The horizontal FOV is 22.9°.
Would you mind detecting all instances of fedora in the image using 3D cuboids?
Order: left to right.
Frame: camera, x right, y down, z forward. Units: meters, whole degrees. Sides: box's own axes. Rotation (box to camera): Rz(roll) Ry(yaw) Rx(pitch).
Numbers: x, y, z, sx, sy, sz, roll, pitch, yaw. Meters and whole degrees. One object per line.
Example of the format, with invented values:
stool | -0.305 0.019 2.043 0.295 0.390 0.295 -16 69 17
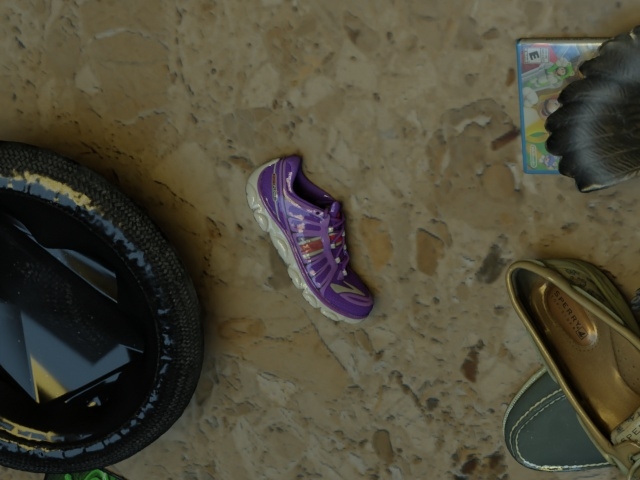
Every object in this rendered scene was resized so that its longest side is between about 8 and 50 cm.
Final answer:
fedora | -0.258 0.046 1.469 0.334 0.152 0.334 1 113 3

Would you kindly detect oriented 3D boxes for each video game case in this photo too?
video game case | 0.248 -0.110 1.306 0.166 0.015 0.119 2 116 18

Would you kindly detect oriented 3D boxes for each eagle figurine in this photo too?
eagle figurine | 0.349 -0.059 1.206 0.298 0.225 0.226 -3 83 51

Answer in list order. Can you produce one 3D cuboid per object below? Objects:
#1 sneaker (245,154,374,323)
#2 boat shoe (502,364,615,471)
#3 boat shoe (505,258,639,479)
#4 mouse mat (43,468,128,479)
sneaker | 0.000 0.000 1.420 0.071 0.068 0.170 -29 103 23
boat shoe | 0.292 0.140 1.365 0.319 0.099 0.116 -21 107 27
boat shoe | 0.249 0.128 1.300 0.104 0.089 0.285 -51 57 19
mouse mat | -0.241 0.322 1.699 0.152 0.007 0.190 25 120 6
